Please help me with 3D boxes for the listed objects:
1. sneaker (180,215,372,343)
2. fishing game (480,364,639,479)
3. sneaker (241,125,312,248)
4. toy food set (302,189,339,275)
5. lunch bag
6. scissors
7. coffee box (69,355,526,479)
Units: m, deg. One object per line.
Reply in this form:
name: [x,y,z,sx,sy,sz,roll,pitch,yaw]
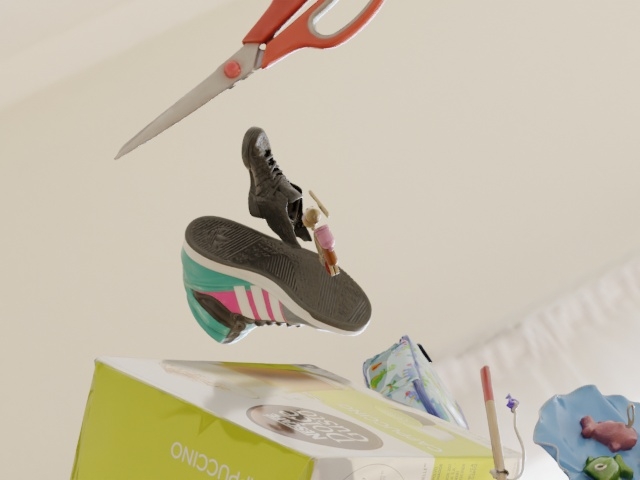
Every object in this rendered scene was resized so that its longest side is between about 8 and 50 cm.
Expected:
sneaker: [-0.080,0.095,2.144,0.124,0.295,0.178,-59,-6,-41]
fishing game: [0.243,0.164,1.057,0.264,0.189,0.041,19,-60,-9]
sneaker: [-0.059,-0.075,2.051,0.051,0.089,0.170,-34,-49,-44]
toy food set: [0.000,0.000,1.820,0.019,0.078,0.122,-23,-49,-13]
lunch bag: [0.136,0.236,1.913,0.090,0.219,0.176,-31,-74,6]
scissors: [-0.057,-0.155,1.285,0.297,0.109,0.021,-49,-14,5]
coffee box: [-0.046,0.328,1.506,0.334,0.337,0.338,8,-84,-46]
